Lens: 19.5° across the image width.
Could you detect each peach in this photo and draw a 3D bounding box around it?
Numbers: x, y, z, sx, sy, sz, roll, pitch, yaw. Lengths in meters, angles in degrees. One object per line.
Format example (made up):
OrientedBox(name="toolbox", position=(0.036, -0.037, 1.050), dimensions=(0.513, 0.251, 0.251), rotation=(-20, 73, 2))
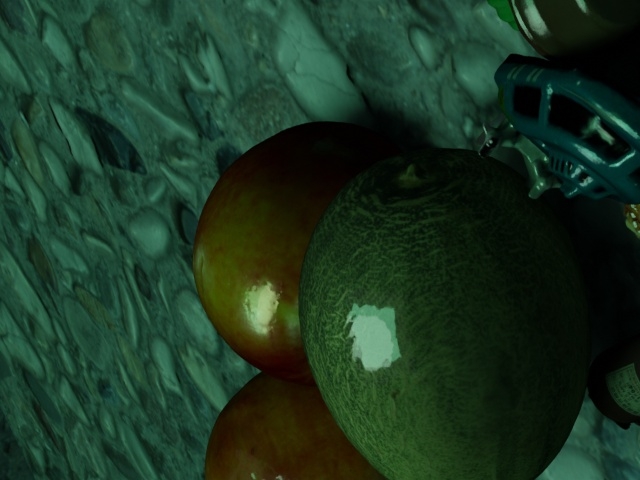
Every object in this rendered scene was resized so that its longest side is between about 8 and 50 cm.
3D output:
OrientedBox(name="peach", position=(0.000, 0.000, 1.835), dimensions=(0.274, 0.249, 0.245), rotation=(49, 123, 56))

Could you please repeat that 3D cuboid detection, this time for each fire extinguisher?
OrientedBox(name="fire extinguisher", position=(0.294, 0.122, 1.607), dimensions=(0.099, 0.071, 0.231), rotation=(32, 155, -6))

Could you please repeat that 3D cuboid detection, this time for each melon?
OrientedBox(name="melon", position=(0.109, 0.078, 1.612), dimensions=(0.248, 0.249, 0.329), rotation=(23, 135, 51))

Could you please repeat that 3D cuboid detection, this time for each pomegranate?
OrientedBox(name="pomegranate", position=(0.007, 0.260, 2.027), dimensions=(0.229, 0.252, 0.270), rotation=(53, -165, -59))

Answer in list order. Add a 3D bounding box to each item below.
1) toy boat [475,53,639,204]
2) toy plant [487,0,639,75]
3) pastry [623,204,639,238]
OrientedBox(name="toy boat", position=(0.197, -0.067, 1.399), dimensions=(0.134, 0.092, 0.299), rotation=(36, -178, -11))
OrientedBox(name="toy plant", position=(0.189, -0.187, 1.431), dimensions=(0.143, 0.105, 0.200), rotation=(56, 171, -12))
OrientedBox(name="pastry", position=(0.306, -0.018, 1.441), dimensions=(0.169, 0.063, 0.087), rotation=(17, 135, 60))
